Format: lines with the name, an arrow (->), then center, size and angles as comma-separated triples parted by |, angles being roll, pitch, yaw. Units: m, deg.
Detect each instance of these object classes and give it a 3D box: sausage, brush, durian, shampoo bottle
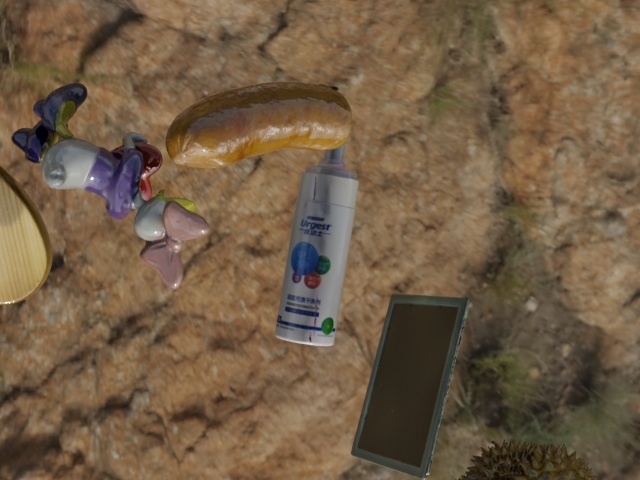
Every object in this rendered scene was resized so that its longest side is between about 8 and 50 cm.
sausage -> -0.082, -0.154, 1.368 | 0.270, 0.109, 0.109 | -16, 111, -36
brush -> -0.566, -0.028, 1.811 | 0.174, 0.166, 0.267 | -7, 108, -12
durian -> 0.171, 0.243, 0.880 | 0.158, 0.137, 0.168 | -15, 154, 19
shampoo bottle -> 0.000, 0.000, 1.525 | 0.092, 0.092, 0.303 | 9, 92, -19

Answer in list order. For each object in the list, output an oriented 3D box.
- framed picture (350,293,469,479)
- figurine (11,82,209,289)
framed picture -> 0.136, 0.213, 1.570 | 0.017, 0.217, 0.274 | 19, 82, -27
figurine -> -0.354, -0.102, 1.755 | 0.421, 0.193, 0.154 | 34, 118, 11
